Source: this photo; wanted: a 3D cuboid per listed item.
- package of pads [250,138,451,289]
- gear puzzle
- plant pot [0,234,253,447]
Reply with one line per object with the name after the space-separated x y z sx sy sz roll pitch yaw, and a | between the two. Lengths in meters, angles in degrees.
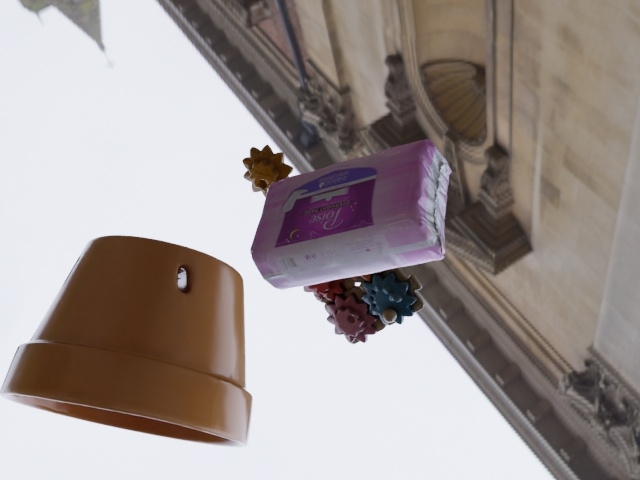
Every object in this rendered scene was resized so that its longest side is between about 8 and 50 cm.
0.014 -0.010 0.363 0.083 0.032 0.050 -13 -137 27 | package of pads
0.000 0.000 1.230 0.339 0.175 0.044 54 -142 -4 | gear puzzle
-0.209 0.122 1.017 0.291 0.291 0.203 6 -109 16 | plant pot
